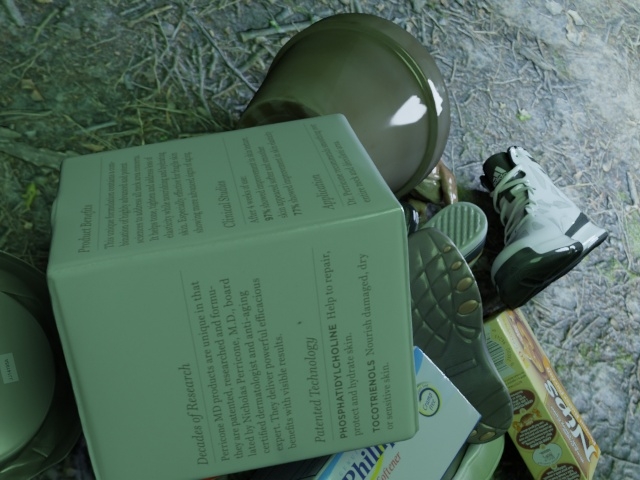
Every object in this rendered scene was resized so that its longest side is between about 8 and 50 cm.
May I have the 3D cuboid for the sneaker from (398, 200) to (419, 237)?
[{"bbox_3d":[0.076,0.002,1.566,0.227,0.130,0.087,-42,60,-17],"label":"sneaker"}]

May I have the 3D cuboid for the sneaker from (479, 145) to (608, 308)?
[{"bbox_3d":[0.355,-0.035,1.777,0.257,0.169,0.447,49,26,13],"label":"sneaker"}]

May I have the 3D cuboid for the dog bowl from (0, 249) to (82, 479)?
[{"bbox_3d":[-0.475,0.180,1.248,0.349,0.102,0.348,12,64,-27],"label":"dog bowl"}]

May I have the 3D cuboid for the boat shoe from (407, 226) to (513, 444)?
[{"bbox_3d":[0.202,0.151,1.552,0.132,0.130,0.355,-17,95,0],"label":"boat shoe"}]

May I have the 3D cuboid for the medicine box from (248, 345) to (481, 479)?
[{"bbox_3d":[0.043,0.320,1.383,0.149,0.289,0.263,47,54,-6],"label":"medicine box"}]

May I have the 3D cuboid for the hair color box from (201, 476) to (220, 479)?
[{"bbox_3d":[-0.220,0.337,1.353,0.141,0.072,0.043,-9,75,-35],"label":"hair color box"}]

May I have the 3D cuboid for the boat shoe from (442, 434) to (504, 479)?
[{"bbox_3d":[0.194,0.404,1.564,0.305,0.091,0.109,-48,130,-35],"label":"boat shoe"}]

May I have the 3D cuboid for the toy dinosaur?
[{"bbox_3d":[0.185,-0.129,1.777,0.295,0.127,0.200,47,31,-19],"label":"toy dinosaur"}]

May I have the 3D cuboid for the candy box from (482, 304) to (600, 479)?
[{"bbox_3d":[0.367,0.274,1.681,0.316,0.088,0.183,62,22,5],"label":"candy box"}]

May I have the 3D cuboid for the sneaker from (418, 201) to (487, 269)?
[{"bbox_3d":[0.153,0.067,1.659,0.321,0.127,0.126,-31,59,-10],"label":"sneaker"}]

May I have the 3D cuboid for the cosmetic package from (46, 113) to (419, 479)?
[{"bbox_3d":[-0.111,0.066,1.230,0.394,0.327,0.329,-10,28,-6],"label":"cosmetic package"}]

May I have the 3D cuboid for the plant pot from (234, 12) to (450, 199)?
[{"bbox_3d":[0.010,-0.172,1.513,0.323,0.323,0.280,52,34,-2],"label":"plant pot"}]
